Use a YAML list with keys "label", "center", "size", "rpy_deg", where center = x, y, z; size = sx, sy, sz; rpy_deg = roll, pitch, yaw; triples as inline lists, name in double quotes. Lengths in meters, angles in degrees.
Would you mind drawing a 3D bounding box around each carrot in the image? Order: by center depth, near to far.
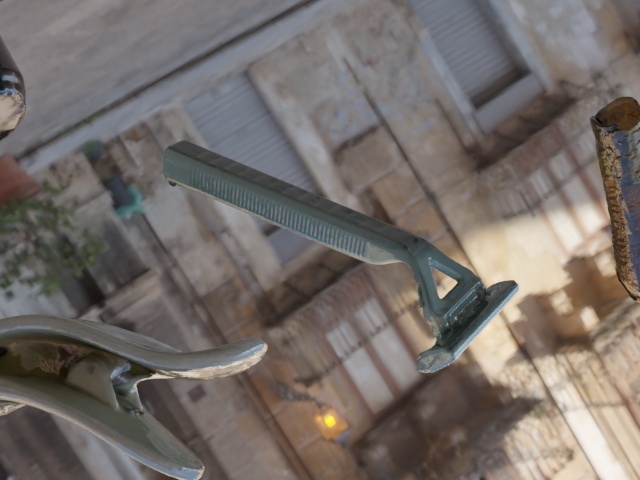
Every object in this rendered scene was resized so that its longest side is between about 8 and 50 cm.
- label: "carrot"
  center: [0.349, -0.039, 1.180]
  size: [0.070, 0.260, 0.070]
  rpy_deg: [-14, -145, 11]

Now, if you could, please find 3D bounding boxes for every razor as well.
- label: "razor"
  center: [0.001, -0.009, 0.766]
  size: [0.111, 0.277, 0.056]
  rpy_deg: [-36, 149, -49]

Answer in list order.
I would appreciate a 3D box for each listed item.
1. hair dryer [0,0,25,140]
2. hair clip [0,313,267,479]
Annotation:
- label: "hair dryer"
  center: [-0.121, -0.141, 0.533]
  size: [0.248, 0.114, 0.070]
  rpy_deg: [-29, 171, -10]
- label: "hair clip"
  center: [-0.187, 0.107, 0.816]
  size: [0.282, 0.113, 0.172]
  rpy_deg: [9, 172, 14]
